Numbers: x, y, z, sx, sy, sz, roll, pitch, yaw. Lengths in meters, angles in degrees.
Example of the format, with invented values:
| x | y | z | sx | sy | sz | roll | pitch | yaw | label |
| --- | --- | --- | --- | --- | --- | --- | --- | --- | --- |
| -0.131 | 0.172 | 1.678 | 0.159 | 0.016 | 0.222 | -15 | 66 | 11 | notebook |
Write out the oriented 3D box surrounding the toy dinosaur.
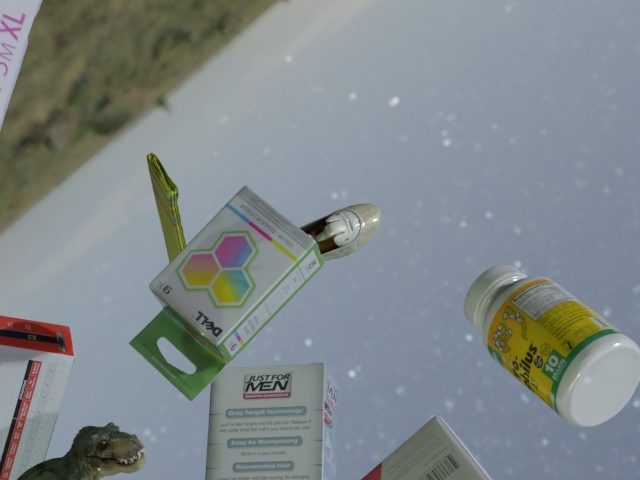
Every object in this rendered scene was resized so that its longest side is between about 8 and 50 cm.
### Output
| x | y | z | sx | sy | sz | roll | pitch | yaw | label |
| --- | --- | --- | --- | --- | --- | --- | --- | --- | --- |
| -0.220 | 0.235 | 1.066 | 0.268 | 0.118 | 0.064 | -33 | -165 | 10 | toy dinosaur |

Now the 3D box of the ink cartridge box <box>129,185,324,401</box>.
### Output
| x | y | z | sx | sy | sz | roll | pitch | yaw | label |
| --- | --- | --- | --- | --- | --- | --- | --- | --- | --- |
| -0.107 | 0.055 | 1.498 | 0.209 | 0.109 | 0.062 | -46 | 155 | -11 | ink cartridge box |

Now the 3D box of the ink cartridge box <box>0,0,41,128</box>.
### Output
| x | y | z | sx | sy | sz | roll | pitch | yaw | label |
| --- | --- | --- | --- | --- | --- | --- | --- | --- | --- |
| -0.333 | -0.173 | 1.210 | 0.311 | 0.065 | 0.186 | -3 | -111 | 56 | ink cartridge box |

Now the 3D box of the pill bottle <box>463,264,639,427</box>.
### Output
| x | y | z | sx | sy | sz | roll | pitch | yaw | label |
| --- | --- | --- | --- | --- | --- | --- | --- | --- | --- |
| 0.260 | 0.113 | 1.619 | 0.117 | 0.117 | 0.208 | -41 | -136 | -7 | pill bottle |

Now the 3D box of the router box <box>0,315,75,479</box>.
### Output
| x | y | z | sx | sy | sz | roll | pitch | yaw | label |
| --- | --- | --- | --- | --- | --- | --- | --- | --- | --- |
| -0.517 | 0.250 | 1.884 | 0.082 | 0.301 | 0.336 | -118 | -136 | -59 | router box |

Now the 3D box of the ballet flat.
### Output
| x | y | z | sx | sy | sz | roll | pitch | yaw | label |
| --- | --- | --- | --- | --- | --- | --- | --- | --- | --- |
| 0.000 | 0.000 | 1.708 | 0.168 | 0.057 | 0.052 | -25 | 169 | -3 | ballet flat |

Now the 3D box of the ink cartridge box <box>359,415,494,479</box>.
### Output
| x | y | z | sx | sy | sz | roll | pitch | yaw | label |
| --- | --- | --- | --- | --- | --- | --- | --- | --- | --- |
| 0.160 | 0.395 | 1.808 | 0.207 | 0.117 | 0.283 | -40 | -143 | 1 | ink cartridge box |

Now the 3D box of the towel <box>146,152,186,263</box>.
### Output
| x | y | z | sx | sy | sz | roll | pitch | yaw | label |
| --- | --- | --- | --- | --- | --- | --- | --- | --- | --- |
| -0.227 | -0.020 | 2.171 | 0.021 | 0.237 | 0.102 | -20 | -133 | -14 | towel |

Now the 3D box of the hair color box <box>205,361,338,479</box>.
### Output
| x | y | z | sx | sy | sz | roll | pitch | yaw | label |
| --- | --- | --- | --- | --- | --- | --- | --- | --- | --- |
| -0.075 | 0.381 | 2.130 | 0.185 | 0.375 | 0.113 | -4 | 156 | 12 | hair color box |
